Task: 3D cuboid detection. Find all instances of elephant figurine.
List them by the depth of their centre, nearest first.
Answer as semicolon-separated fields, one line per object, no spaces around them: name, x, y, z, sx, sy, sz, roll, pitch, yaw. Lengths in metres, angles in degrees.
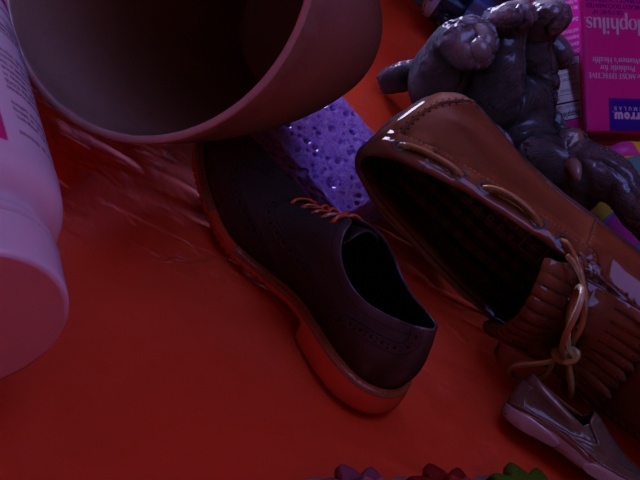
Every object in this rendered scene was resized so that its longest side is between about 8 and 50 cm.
elephant figurine;0.174;-0.078;1.714;0.169;0.186;0.239;-16;83;-10

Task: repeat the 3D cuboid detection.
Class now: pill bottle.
pill bottle;-0.259;-0.051;1.291;0.160;0.160;0.283;9;43;-34

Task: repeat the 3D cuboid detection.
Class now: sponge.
sponge;-0.016;-0.097;1.667;0.117;0.031;0.210;-17;60;-48

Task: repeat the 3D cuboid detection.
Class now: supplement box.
supplement box;0.256;-0.201;1.833;0.111;0.114;0.220;-1;88;-28

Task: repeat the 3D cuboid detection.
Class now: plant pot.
plant pot;-0.061;-0.187;1.512;0.256;0.256;0.274;50;16;19

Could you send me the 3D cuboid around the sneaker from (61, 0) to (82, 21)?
sneaker;-0.178;-0.223;1.623;0.110;0.107;0.275;39;34;-11

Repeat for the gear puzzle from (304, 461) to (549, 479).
gear puzzle;0.155;0.228;1.416;0.339;0.044;0.175;4;45;-37

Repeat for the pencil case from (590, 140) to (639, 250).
pencil case;0.299;0.022;1.742;0.104;0.104;0.236;2;45;-39

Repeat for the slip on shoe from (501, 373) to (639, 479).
slip on shoe;0.208;0.154;1.542;0.135;0.041;0.051;32;7;1

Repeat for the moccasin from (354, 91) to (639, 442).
moccasin;0.183;0.041;1.572;0.380;0.139;0.147;49;44;3

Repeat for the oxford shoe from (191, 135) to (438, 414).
oxford shoe;0.000;0.000;1.506;0.097;0.098;0.271;-13;57;-47

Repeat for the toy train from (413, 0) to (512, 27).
toy train;0.177;-0.213;1.931;0.184;0.080;0.105;31;41;-7
